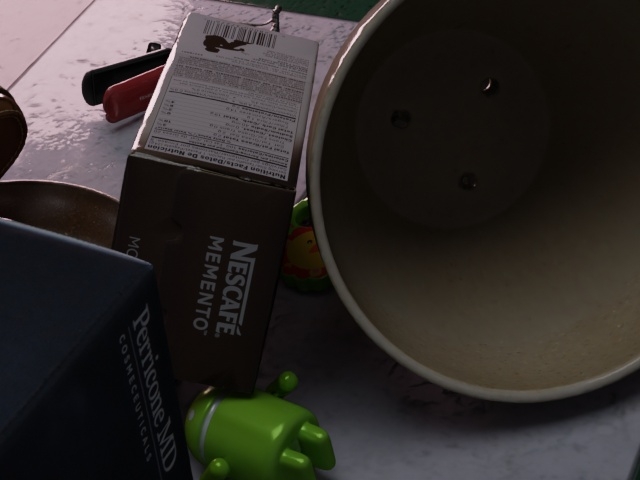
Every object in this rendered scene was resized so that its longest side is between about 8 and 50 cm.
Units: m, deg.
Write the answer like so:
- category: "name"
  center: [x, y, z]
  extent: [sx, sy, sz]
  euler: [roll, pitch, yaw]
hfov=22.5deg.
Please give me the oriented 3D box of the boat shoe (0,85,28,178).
- category: "boat shoe"
  center: [-0.336, -0.006, 1.276]
  extent: [0.104, 0.110, 0.307]
  euler: [30, 62, 32]

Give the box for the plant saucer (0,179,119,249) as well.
- category: "plant saucer"
  center: [-0.271, 0.063, 1.292]
  extent: [0.311, 0.050, 0.310]
  euler: [-4, 39, 3]

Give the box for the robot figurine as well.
- category: "robot figurine"
  center: [-0.047, 0.141, 1.150]
  extent: [0.115, 0.067, 0.101]
  euler: [19, 56, 29]

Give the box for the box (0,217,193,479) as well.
- category: "box"
  center: [-0.259, 0.213, 0.913]
  extent: [0.212, 0.293, 0.395]
  euler: [14, 44, 23]

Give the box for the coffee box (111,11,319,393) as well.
- category: "coffee box"
  center: [-0.079, -0.038, 1.221]
  extent: [0.119, 0.168, 0.297]
  euler: [12, 27, -3]

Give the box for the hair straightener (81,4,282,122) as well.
- category: "hair straightener"
  center: [-0.136, -0.187, 1.579]
  extent: [0.230, 0.047, 0.089]
  euler: [-30, 45, -26]

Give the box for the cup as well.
- category: "cup"
  center: [0.130, -0.071, 1.228]
  extent: [0.331, 0.331, 0.237]
  euler: [-14, 15, -9]

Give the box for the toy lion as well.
- category: "toy lion"
  center: [0.000, 0.000, 1.348]
  extent: [0.096, 0.034, 0.100]
  euler: [-26, 42, -11]
